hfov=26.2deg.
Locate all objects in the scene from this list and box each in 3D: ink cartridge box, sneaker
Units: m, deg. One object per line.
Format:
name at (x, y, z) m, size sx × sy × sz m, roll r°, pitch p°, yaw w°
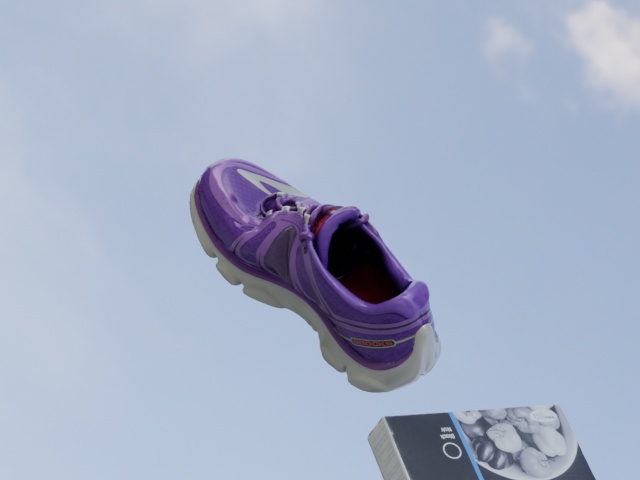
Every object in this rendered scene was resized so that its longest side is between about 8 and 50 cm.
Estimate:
ink cartridge box at (0.172, 0.251, 1.280) m, size 0.045 × 0.206 × 0.208 m, roll -63°, pitch -143°, yaw 42°
sneaker at (0.000, 0.000, 0.681) m, size 0.170 × 0.068 × 0.071 m, roll 37°, pitch -37°, yaw 34°
